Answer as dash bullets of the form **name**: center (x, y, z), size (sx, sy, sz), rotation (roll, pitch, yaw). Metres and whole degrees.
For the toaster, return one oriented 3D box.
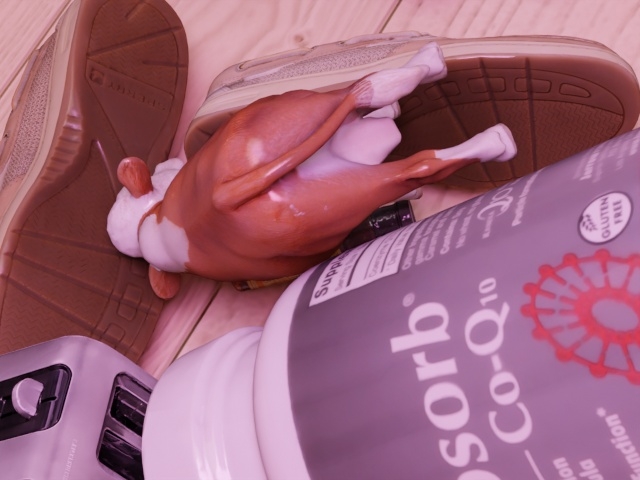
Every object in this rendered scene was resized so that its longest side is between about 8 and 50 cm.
- **toaster**: center (-0.133, 0.171, 0.960), size (0.110, 0.186, 0.168), rotation (-22, 42, 36)

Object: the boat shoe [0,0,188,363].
- **boat shoe**: center (-0.172, -0.016, 1.137), size (0.110, 0.122, 0.341), rotation (-26, 44, 46)

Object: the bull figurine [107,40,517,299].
- **bull figurine**: center (-0.019, -0.035, 0.987), size (0.188, 0.310, 0.101), rotation (-24, 95, -15)

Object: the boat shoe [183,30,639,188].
- **boat shoe**: center (0.060, -0.098, 1.114), size (0.302, 0.109, 0.098), rotation (-7, 39, 17)

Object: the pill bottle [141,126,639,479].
- **pill bottle**: center (0.098, 0.083, 0.877), size (0.363, 0.210, 0.210), rotation (-24, 53, 31)

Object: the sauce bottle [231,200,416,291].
- **sauce bottle**: center (0.000, 0.000, 1.107), size (0.128, 0.042, 0.042), rotation (-16, 57, 9)
